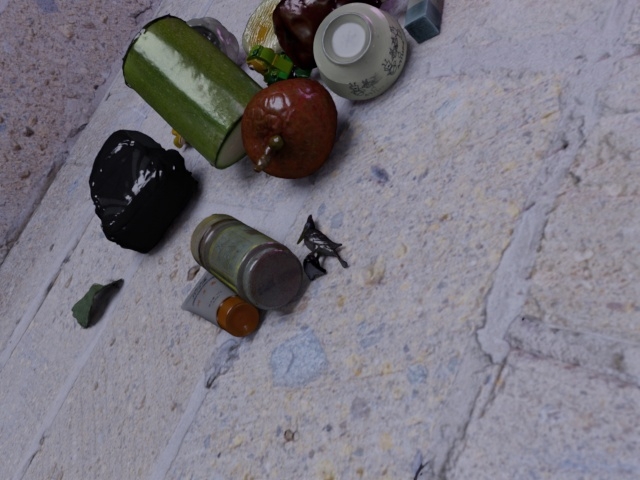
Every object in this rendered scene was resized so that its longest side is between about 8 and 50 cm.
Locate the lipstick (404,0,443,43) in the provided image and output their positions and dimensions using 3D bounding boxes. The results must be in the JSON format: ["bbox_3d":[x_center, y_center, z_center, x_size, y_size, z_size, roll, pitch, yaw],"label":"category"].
[{"bbox_3d":[0.273,-0.647,1.532,0.068,0.066,0.317,-17,51,42],"label":"lipstick"}]

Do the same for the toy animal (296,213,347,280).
[{"bbox_3d":[-0.007,0.008,1.353,0.105,0.070,0.202,-31,39,9],"label":"toy animal"}]

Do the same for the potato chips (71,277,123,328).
[{"bbox_3d":[-0.745,0.192,1.987,0.228,0.059,0.167,-52,28,3],"label":"potato chips"}]

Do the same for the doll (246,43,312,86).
[{"bbox_3d":[-0.128,-0.508,1.772,0.106,0.186,0.134,-68,11,-16],"label":"doll"}]

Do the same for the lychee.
[{"bbox_3d":[-0.081,-0.272,1.477,0.255,0.255,0.300,-11,19,42],"label":"lychee"}]

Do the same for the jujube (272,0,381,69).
[{"bbox_3d":[0.025,-0.652,1.652,0.258,0.258,0.376,28,84,52],"label":"jujube"}]

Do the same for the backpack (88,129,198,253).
[{"bbox_3d":[-0.602,-0.185,1.967,0.363,0.255,0.445,-49,52,9],"label":"backpack"}]

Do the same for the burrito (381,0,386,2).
[{"bbox_3d":[0.219,-0.695,1.523,0.226,0.060,0.087,-43,32,19],"label":"burrito"}]

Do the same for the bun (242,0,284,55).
[{"bbox_3d":[-0.129,-0.654,1.899,0.244,0.153,0.243,-8,75,34],"label":"bun"}]

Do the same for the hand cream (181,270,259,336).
[{"bbox_3d":[-0.249,0.147,1.484,0.139,0.089,0.314,-57,30,-12],"label":"hand cream"}]

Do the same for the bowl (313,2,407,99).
[{"bbox_3d":[0.082,-0.472,1.465,0.238,0.126,0.237,0,89,21],"label":"bowl"}]

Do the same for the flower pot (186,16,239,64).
[{"bbox_3d":[-0.407,-0.663,2.129,0.246,0.246,0.195,-47,6,10],"label":"flower pot"}]

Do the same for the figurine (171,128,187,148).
[{"bbox_3d":[-0.429,-0.409,2.064,0.246,0.131,0.156,-37,17,36],"label":"figurine"}]

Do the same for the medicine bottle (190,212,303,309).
[{"bbox_3d":[-0.179,0.045,1.413,0.322,0.151,0.151,26,83,54],"label":"medicine bottle"}]

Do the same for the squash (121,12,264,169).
[{"bbox_3d":[-0.341,-0.422,1.712,0.384,0.263,0.263,42,98,8],"label":"squash"}]
